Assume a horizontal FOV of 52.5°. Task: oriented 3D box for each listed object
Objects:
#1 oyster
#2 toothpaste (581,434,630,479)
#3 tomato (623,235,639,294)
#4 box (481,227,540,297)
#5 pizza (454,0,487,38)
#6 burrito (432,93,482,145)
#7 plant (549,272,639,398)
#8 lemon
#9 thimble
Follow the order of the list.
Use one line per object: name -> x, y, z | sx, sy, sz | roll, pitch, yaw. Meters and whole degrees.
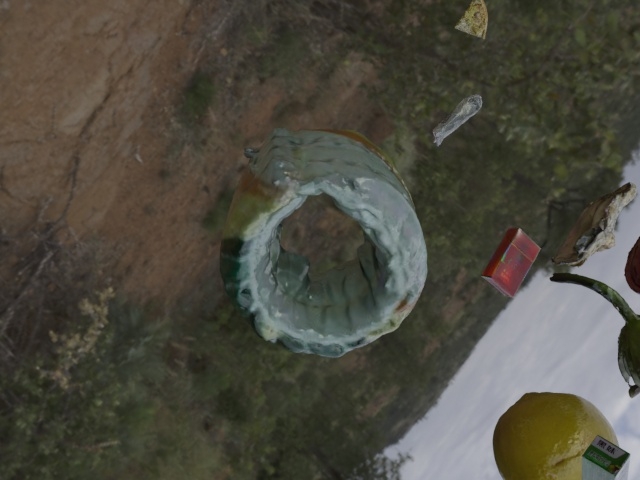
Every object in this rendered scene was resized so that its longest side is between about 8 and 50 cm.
oyster -> 0.501, -0.021, 1.158 | 0.191, 0.081, 0.163 | -58, 170, 15
toothpaste -> 0.358, 0.304, 0.817 | 0.037, 0.043, 0.178 | -44, 139, -18
tomato -> 0.786, 0.047, 1.468 | 0.173, 0.099, 0.189 | -80, -167, -54
box -> 0.557, 0.063, 1.891 | 0.175, 0.112, 0.048 | -58, -155, -11
pizza -> 0.419, -0.601, 1.795 | 0.108, 0.026, 0.123 | -28, 127, -13
burrito -> 0.423, -0.380, 2.025 | 0.203, 0.064, 0.064 | -42, 167, -2
plant -> 0.685, 0.208, 1.433 | 0.251, 0.333, 0.180 | -27, -149, 60
lemon -> 0.637, 0.579, 1.757 | 0.348, 0.348, 0.348 | -48, 167, -15
thimble -> 0.000, 0.000, 0.829 | 0.254, 0.288, 0.167 | -17, -151, 8
